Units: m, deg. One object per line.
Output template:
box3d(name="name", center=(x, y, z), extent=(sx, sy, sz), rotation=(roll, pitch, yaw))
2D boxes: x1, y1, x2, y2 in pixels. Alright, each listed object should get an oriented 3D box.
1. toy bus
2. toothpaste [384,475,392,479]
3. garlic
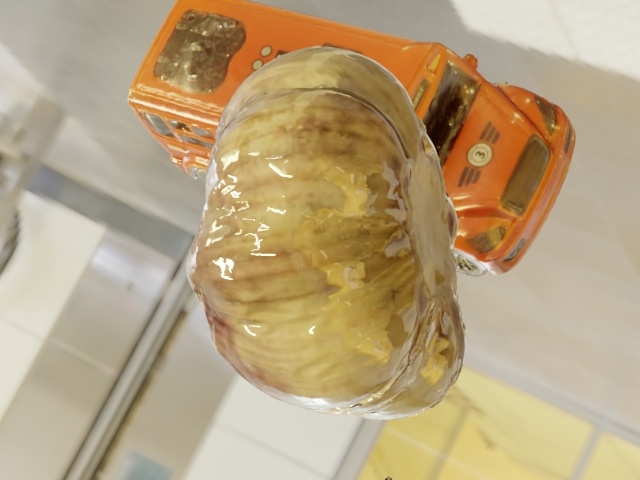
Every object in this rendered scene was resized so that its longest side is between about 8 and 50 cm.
box3d(name="toy bus", center=(0.021, -0.091, 1.175), extent=(0.329, 0.143, 0.153), rotation=(19, 165, 32))
box3d(name="toothpaste", center=(0.067, 0.247, 1.055), extent=(0.028, 0.170, 0.045), rotation=(-12, 161, -12))
box3d(name="garlic", center=(0.000, 0.000, 0.628), extent=(0.102, 0.147, 0.159), rotation=(-5, 137, 21))
